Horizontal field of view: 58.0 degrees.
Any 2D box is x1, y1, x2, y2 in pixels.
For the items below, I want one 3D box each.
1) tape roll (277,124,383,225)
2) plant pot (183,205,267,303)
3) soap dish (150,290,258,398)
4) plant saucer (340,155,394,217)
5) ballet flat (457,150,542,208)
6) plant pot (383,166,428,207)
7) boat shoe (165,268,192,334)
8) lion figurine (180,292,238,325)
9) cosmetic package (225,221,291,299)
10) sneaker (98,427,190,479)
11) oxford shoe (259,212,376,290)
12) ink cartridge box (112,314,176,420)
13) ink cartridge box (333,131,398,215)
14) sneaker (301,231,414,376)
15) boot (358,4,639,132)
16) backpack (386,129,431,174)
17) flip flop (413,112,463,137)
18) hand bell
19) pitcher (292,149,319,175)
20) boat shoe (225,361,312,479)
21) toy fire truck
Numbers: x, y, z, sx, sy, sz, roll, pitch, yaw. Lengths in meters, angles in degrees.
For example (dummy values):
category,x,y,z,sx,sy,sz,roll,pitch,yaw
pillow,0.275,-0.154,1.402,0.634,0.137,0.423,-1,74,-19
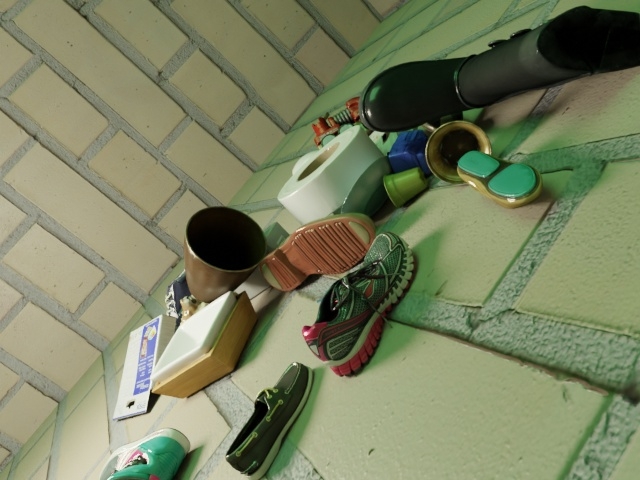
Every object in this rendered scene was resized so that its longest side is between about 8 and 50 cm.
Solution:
category,x,y,z,sx,sy,sz,roll,pitch,yaw
tape roll,0.024,-0.167,1.489,0.286,0.100,0.286,-40,15,13
plant pot,-0.281,0.063,1.562,0.230,0.215,0.215,-59,5,45
soap dish,-0.305,0.282,1.532,0.290,0.118,0.229,-35,21,36
plant saucer,0.125,-0.109,1.373,0.195,0.037,0.195,-42,-23,-22
ballet flat,0.306,-0.094,0.958,0.080,0.073,0.232,-37,24,5
plant pot,0.197,-0.126,1.298,0.079,0.083,0.083,-24,26,25
boat shoe,-0.506,0.245,2.034,0.341,0.158,0.127,-53,18,-18
lion figurine,-0.350,0.172,1.890,0.240,0.142,0.392,-51,8,-3
cosmetic package,-0.175,0.065,1.680,0.238,0.127,0.107,-31,22,39
sneaker,-0.422,0.541,1.259,0.295,0.124,0.178,-37,10,28
oxford shoe,0.000,0.000,1.389,0.397,0.140,0.146,-22,20,48
ink cartridge box,-0.578,0.426,1.900,0.303,0.072,0.308,-27,54,48
ink cartridge box,0.135,-0.211,1.634,0.261,0.066,0.296,-41,19,20
sneaker,0.075,0.091,1.039,0.120,0.112,0.299,-27,26,49
boot,0.310,-0.313,1.111,0.366,0.146,0.445,-21,14,-13
backpack,0.223,-0.200,1.357,0.101,0.098,0.120,-3,39,25
flip flop,0.269,-0.288,1.447,0.112,0.080,0.277,-18,19,-13
hand bell,0.300,-0.216,1.225,0.126,0.126,0.242,-39,8,28
pitcher,0.011,-0.237,1.922,0.207,0.125,0.178,-27,32,22
boat shoe,-0.088,0.307,1.032,0.081,0.068,0.228,-26,27,50
toy fire truck,0.070,-0.375,1.843,0.217,0.158,0.246,-32,60,4
